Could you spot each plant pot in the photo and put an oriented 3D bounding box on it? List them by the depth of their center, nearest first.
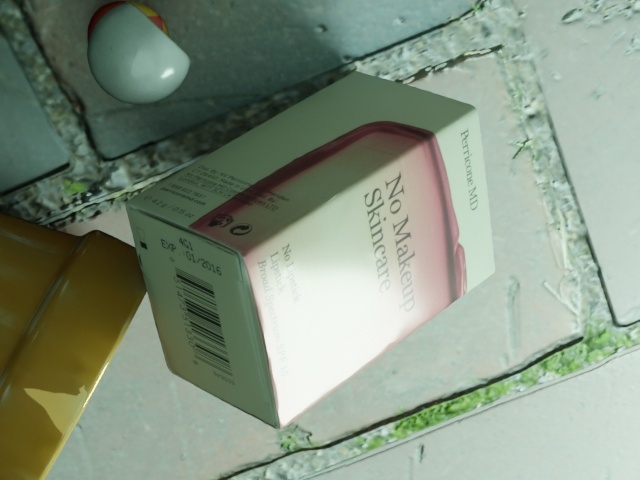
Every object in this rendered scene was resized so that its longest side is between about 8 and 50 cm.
[{"bbox_3d":[-0.249,0.060,1.056,0.188,0.205,0.205,29,113,-7],"label":"plant pot"}]

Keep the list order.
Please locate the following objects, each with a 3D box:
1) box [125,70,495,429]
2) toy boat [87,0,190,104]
[{"bbox_3d":[0.000,0.000,1.025,0.232,0.127,0.148,-33,128,-33],"label":"box"},{"bbox_3d":[-0.249,-0.134,0.942,0.318,0.148,0.267,0,106,-15],"label":"toy boat"}]
